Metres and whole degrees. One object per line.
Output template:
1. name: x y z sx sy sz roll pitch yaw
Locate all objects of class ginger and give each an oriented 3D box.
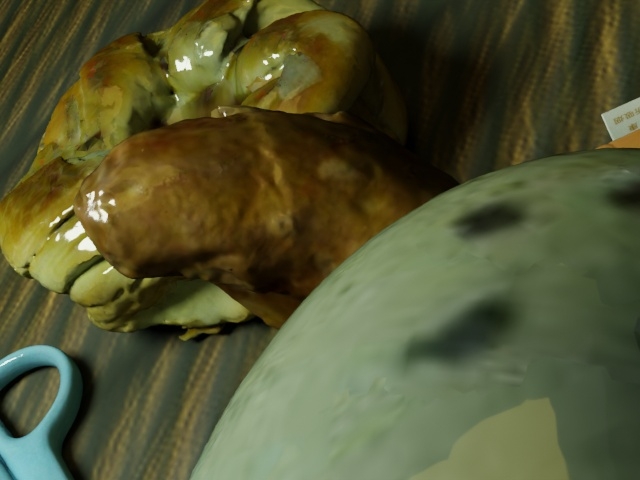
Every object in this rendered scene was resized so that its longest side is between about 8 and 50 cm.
1. ginger: 0.000 0.000 0.825 0.165 0.321 0.172 118 173 -48

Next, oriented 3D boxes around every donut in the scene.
1. donut: -0.106 -0.073 1.041 0.360 0.170 0.360 -20 40 18

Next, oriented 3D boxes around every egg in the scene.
1. egg: 0.110 0.148 0.518 0.345 0.345 0.428 16 41 44

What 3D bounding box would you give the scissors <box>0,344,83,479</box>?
1. scissors: -0.198 0.229 0.914 0.192 0.029 0.447 -44 40 -10

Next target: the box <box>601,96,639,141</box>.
1. box: 0.269 -0.052 0.865 0.090 0.024 0.167 -24 42 13

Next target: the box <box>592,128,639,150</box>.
1. box: 0.271 -0.005 0.754 0.274 0.076 0.174 -25 52 12
